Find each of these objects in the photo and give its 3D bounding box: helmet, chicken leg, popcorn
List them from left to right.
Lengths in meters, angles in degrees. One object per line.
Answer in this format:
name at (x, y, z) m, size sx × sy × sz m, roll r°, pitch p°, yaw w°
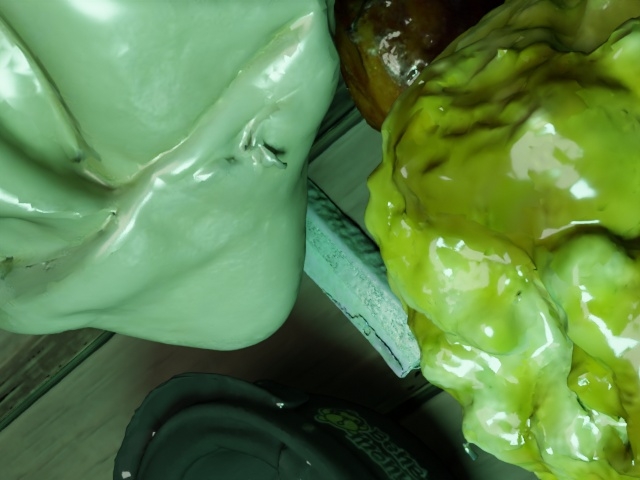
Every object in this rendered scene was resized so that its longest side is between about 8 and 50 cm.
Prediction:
helmet at (0.005, 0.200, 0.901) m, size 0.279 × 0.160 × 0.230 m, roll 48°, pitch 128°, yaw 30°
chicken leg at (0.020, -0.188, 0.800) m, size 0.113 × 0.093 × 0.304 m, roll -34°, pitch 79°, yaw 34°
popcorn at (0.167, -0.003, 0.637) m, size 0.282 × 0.247 × 0.282 m, roll 1°, pitch 99°, yaw 6°

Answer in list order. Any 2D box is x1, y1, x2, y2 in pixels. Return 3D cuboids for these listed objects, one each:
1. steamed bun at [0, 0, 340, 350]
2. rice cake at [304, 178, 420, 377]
steamed bun at (-0.165, -0.112, 0.803) m, size 0.342 × 0.255 × 0.367 m, roll 47°, pitch 138°, yaw 35°
rice cake at (0.000, 0.000, 0.909) m, size 0.211 × 0.034 × 0.043 m, roll 46°, pitch 124°, yaw 14°
